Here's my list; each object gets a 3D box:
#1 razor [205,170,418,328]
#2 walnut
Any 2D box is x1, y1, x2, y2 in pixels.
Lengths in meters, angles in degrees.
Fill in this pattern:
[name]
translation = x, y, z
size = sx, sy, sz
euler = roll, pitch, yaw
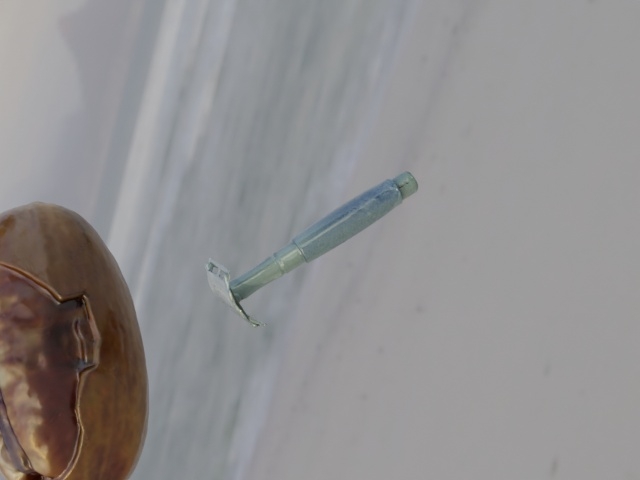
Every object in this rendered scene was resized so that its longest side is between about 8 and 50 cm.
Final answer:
[razor]
translation = 0.000, 0.000, 1.057
size = 0.040, 0.135, 0.068
euler = 61, 171, -13
[walnut]
translation = -0.160, 0.075, 1.081
size = 0.116, 0.115, 0.207
euler = 127, 132, -72
